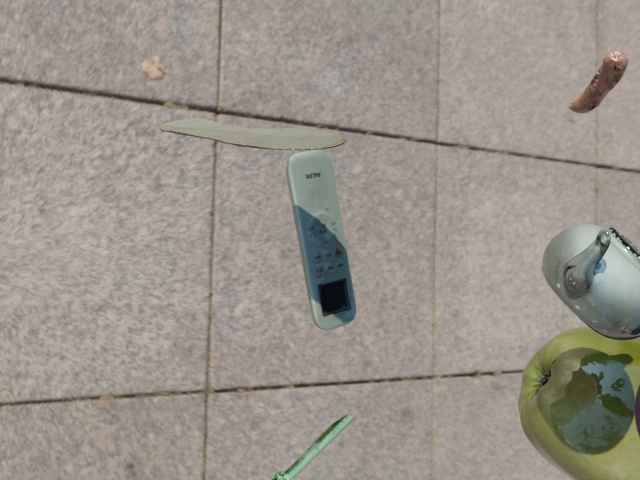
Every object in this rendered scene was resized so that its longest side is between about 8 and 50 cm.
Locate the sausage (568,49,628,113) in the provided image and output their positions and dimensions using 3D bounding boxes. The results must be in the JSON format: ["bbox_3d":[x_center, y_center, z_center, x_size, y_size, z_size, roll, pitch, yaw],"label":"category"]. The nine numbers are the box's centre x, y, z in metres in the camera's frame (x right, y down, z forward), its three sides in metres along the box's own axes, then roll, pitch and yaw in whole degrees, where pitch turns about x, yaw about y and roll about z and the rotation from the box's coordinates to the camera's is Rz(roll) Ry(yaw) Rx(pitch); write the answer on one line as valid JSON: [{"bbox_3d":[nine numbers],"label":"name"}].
[{"bbox_3d":[0.445,-0.247,1.090,0.036,0.158,0.042,-29,76,-13],"label":"sausage"}]

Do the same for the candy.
[{"bbox_3d":[-0.045,0.306,0.874,0.323,0.097,0.097,-31,104,-51],"label":"candy"}]

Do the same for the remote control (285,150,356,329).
[{"bbox_3d":[0.000,0.000,1.177,0.090,0.038,0.309,-12,96,-29],"label":"remote control"}]

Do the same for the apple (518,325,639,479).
[{"bbox_3d":[0.592,0.343,1.416,0.357,0.357,0.357,1,88,-27],"label":"apple"}]

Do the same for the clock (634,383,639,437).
[{"bbox_3d":[0.557,0.196,0.811,0.338,0.102,0.338,-4,74,15],"label":"clock"}]

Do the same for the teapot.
[{"bbox_3d":[0.434,0.055,1.032,0.294,0.193,0.129,14,124,-48],"label":"teapot"}]

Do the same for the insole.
[{"bbox_3d":[-0.111,-0.157,0.997,0.119,0.348,0.009,-24,119,-44],"label":"insole"}]
